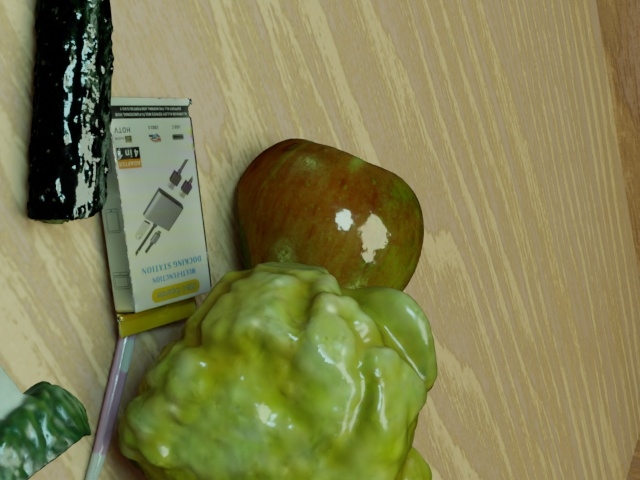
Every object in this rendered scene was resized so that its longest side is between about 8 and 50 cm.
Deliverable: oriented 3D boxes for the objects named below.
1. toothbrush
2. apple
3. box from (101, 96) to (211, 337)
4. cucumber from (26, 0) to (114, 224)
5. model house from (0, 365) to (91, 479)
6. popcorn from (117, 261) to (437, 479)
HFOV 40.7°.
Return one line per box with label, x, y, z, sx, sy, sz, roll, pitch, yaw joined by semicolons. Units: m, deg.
toothbrush;-0.220;0.197;0.882;0.020;0.025;0.286;29;67;-52
apple;0.000;0.000;1.068;0.246;0.246;0.226;22;92;-55
box;-0.175;-0.030;0.916;0.129;0.033;0.247;-15;100;-57
cucumber;-0.231;-0.166;0.804;0.072;0.081;0.303;2;90;-28
model house;-0.352;0.106;0.586;0.271;0.190;0.300;-36;96;-43
popcorn;-0.033;0.196;0.884;0.294;0.292;0.334;-28;127;-32
